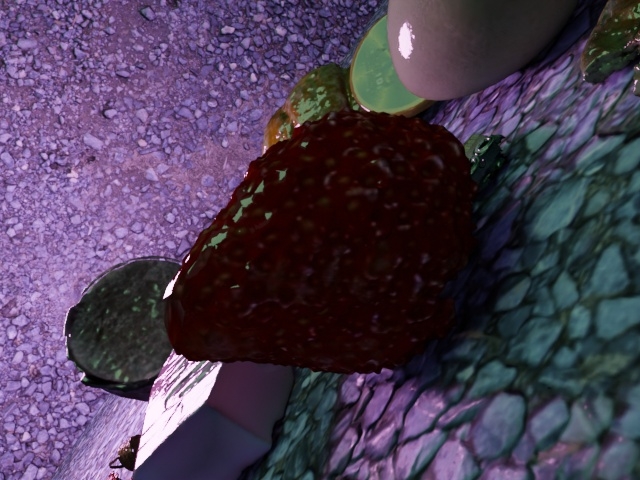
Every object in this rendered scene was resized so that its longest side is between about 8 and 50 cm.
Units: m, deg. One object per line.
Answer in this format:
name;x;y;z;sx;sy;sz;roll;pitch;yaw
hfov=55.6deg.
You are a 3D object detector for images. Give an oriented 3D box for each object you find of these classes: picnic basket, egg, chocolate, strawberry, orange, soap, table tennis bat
picnic basket;-0.372;0.427;1.191;0.083;0.072;0.072;-39;18;21
egg;0.191;-0.303;0.753;0.295;0.219;0.218;-53;11;41
chocolate;-0.347;0.209;1.261;0.213;0.304;0.303;82;-150;-53
strawberry;0.001;0.001;0.561;0.261;0.258;0.260;-168;90;-76
orange;0.014;-0.206;1.166;0.368;0.210;0.270;-49;16;30
soap;-0.140;0.192;0.837;0.193;0.109;0.324;-43;17;5
table tennis bat;0.179;-0.301;0.938;0.321;0.050;0.198;-16;67;36

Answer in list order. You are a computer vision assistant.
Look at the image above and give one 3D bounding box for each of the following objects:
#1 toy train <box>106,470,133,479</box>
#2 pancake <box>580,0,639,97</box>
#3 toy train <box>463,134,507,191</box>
toy train;-0.389;0.485;1.145;0.138;0.050;0.087;-30;30;61
pancake;0.319;-0.221;0.494;0.253;0.037;0.253;-51;13;16
toy train;0.149;-0.055;0.661;0.147;0.038;0.071;-54;12;-1
